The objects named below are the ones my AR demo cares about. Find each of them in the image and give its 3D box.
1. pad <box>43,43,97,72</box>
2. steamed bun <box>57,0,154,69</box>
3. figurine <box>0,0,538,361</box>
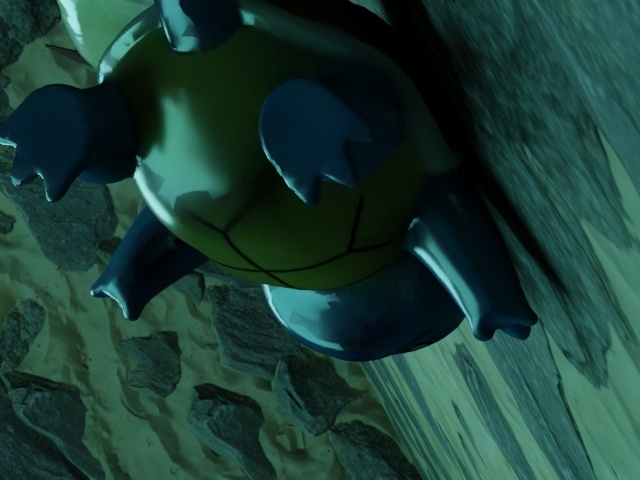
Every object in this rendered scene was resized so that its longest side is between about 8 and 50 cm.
[{"bbox_3d":[-0.135,-0.145,1.617,0.202,0.005,0.299,27,174,-43],"label":"pad"},{"bbox_3d":[-0.084,-0.192,1.053,0.239,0.152,0.170,85,-166,-81],"label":"steamed bun"},{"bbox_3d":[-0.033,-0.055,0.914,0.243,0.297,0.416,-72,-33,-45],"label":"figurine"}]
